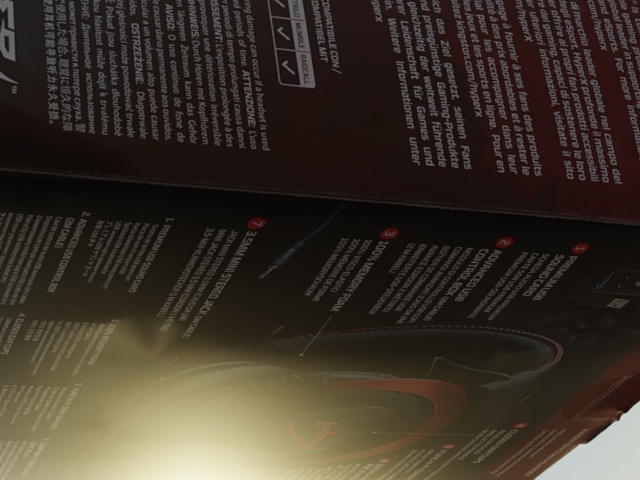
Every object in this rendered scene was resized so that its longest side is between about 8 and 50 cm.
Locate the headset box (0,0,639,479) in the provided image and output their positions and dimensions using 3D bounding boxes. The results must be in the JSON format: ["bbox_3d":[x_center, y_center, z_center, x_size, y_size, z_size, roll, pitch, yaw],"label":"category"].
[{"bbox_3d":[0.000,0.000,0.531,0.218,0.293,0.110,125,143,-54],"label":"headset box"}]
